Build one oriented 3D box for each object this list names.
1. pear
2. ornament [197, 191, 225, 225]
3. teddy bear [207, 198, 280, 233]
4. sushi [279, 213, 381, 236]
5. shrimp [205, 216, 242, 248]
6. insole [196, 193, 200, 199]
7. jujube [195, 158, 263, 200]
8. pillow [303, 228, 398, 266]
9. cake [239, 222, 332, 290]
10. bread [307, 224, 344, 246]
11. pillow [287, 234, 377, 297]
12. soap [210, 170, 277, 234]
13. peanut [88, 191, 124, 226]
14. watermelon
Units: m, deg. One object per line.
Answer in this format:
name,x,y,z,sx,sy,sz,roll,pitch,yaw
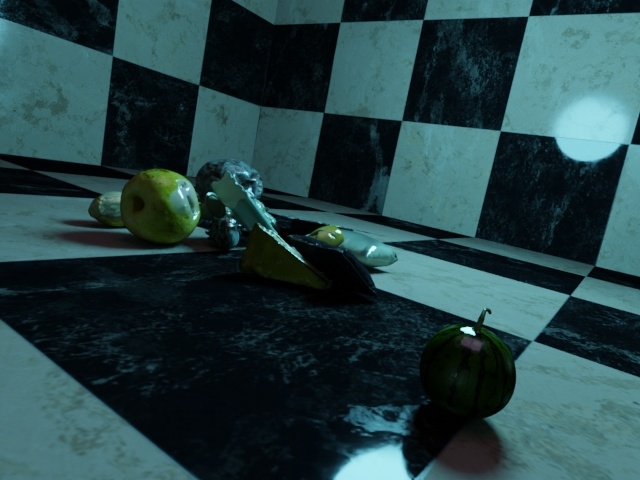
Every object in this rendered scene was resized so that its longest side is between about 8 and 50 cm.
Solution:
pear,-0.348,-0.074,0.991,0.178,0.178,0.178,11,9,-2
ornament,-0.324,-0.070,1.146,0.156,0.075,0.081,-18,30,29
teddy bear,-0.227,-0.076,1.328,0.213,0.111,0.133,13,5,7
sushi,0.014,-0.021,1.452,0.320,0.069,0.339,11,3,-9
shrimp,-0.240,-0.022,1.098,0.090,0.079,0.233,-8,7,-17
insole,-0.573,-0.203,2.048,0.063,0.010,0.192,9,8,-12
jujube,-0.385,-0.234,1.856,0.226,0.226,0.317,3,7,-43
pillow,0.074,0.017,1.204,0.144,0.078,0.254,-5,16,-44
cake,-0.062,0.028,0.882,0.184,0.116,0.080,7,6,9
bread,0.000,0.000,1.135,0.115,0.056,0.082,-35,36,-14
pillow,0.025,0.047,0.905,0.141,0.055,0.208,46,-14,-30
soap,-0.191,-0.075,1.135,0.114,0.063,0.198,48,-6,32
peanut,-0.470,-0.076,1.108,0.087,0.087,0.206,16,10,31
watermelon,0.155,0.134,0.470,0.109,0.109,0.109,11,9,-2
